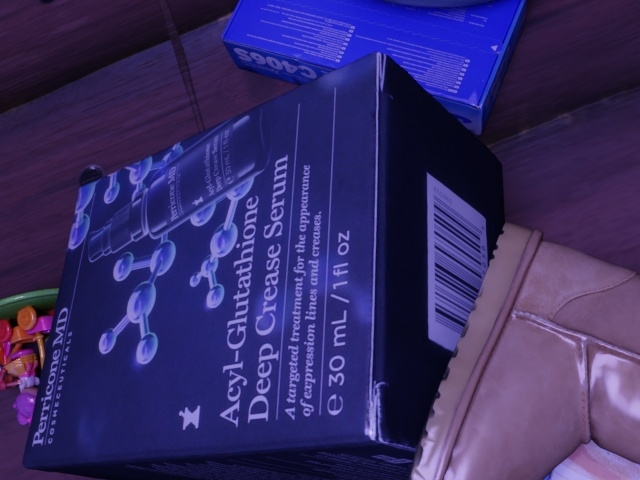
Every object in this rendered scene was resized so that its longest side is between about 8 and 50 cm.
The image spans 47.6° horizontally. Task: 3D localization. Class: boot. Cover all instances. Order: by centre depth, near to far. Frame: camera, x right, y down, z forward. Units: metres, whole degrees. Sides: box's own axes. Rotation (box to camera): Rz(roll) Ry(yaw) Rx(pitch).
[{"bbox_3d":[0.195,0.120,0.385,0.269,0.089,0.236,19,75,18],"label":"boot"}]

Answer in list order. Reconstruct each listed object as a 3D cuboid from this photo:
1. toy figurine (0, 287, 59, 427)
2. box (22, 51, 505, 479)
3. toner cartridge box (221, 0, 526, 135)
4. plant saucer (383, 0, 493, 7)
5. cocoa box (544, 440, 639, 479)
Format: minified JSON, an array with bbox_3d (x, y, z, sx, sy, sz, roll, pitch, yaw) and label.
[{"bbox_3d":[-0.344,0.158,0.865,0.173,0.130,0.159,-23,77,28],"label":"toy figurine"},{"bbox_3d":[-0.049,0.064,0.666,0.395,0.212,0.294,-17,59,36],"label":"box"},{"bbox_3d":[0.065,-0.263,0.922,0.347,0.075,0.165,20,78,18],"label":"toner cartridge box"},{"bbox_3d":[0.126,-0.357,0.889,0.317,0.044,0.318,1,42,-1],"label":"plant saucer"},{"bbox_3d":[0.273,0.223,0.565,0.231,0.347,0.228,17,75,18],"label":"cocoa box"}]
